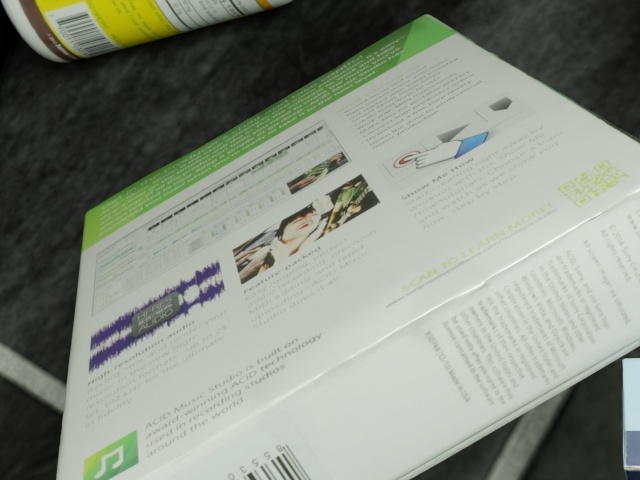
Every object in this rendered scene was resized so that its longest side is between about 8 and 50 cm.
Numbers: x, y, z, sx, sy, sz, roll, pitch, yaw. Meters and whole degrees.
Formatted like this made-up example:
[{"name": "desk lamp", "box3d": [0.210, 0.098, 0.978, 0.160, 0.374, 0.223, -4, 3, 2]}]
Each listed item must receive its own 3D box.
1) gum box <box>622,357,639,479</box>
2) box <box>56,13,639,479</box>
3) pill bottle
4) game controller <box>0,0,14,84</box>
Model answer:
[{"name": "gum box", "box3d": [0.196, 0.092, 0.407, 0.157, 0.184, 0.041, -3, 63, 18]}, {"name": "box", "box3d": [0.000, 0.000, 0.497, 0.232, 0.058, 0.322, -30, 23, 2]}, {"name": "pill bottle", "box3d": [-0.088, -0.191, 0.692, 0.215, 0.117, 0.117, -12, 60, 12]}, {"name": "game controller", "box3d": [-0.306, -0.042, 0.718, 0.166, 0.067, 0.319, 1, 65, 19]}]
